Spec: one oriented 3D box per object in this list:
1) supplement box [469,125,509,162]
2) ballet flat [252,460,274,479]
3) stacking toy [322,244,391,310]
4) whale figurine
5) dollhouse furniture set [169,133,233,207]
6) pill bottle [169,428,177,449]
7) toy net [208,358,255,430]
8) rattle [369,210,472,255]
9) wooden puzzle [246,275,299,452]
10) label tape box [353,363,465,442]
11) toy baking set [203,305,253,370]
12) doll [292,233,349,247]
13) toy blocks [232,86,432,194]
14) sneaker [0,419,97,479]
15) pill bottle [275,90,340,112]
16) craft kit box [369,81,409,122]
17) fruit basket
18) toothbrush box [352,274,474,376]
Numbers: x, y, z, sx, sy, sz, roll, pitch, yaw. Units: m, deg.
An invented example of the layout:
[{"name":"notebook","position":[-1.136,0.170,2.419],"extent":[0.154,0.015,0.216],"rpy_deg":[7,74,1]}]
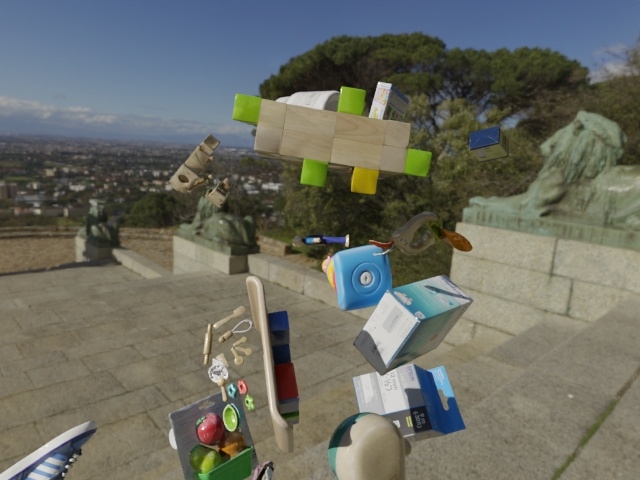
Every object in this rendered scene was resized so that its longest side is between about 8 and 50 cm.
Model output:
[{"name":"supplement box","position":[0.480,-0.272,1.267],"extent":[0.083,0.056,0.083],"rpy_deg":[-7,-25,40]},{"name":"ballet flat","position":[-0.207,0.861,1.546],"extent":[0.077,0.079,0.221],"rpy_deg":[36,23,-8]},{"name":"stacking toy","position":[0.075,0.096,1.365],"extent":[0.166,0.175,0.302],"rpy_deg":[-10,7,-20]},{"name":"whale figurine","position":[0.115,0.523,1.016],"extent":[0.216,0.271,0.141],"rpy_deg":[-30,13,-30]},{"name":"dollhouse furniture set","position":[-0.335,-0.199,1.356],"extent":[0.101,0.161,0.181],"rpy_deg":[-35,23,39]},{"name":"pill bottle","position":[-0.535,0.793,1.833],"extent":[0.086,0.085,0.152],"rpy_deg":[13,7,38]},{"name":"toy net","position":[-0.271,0.423,1.282],"extent":[0.045,0.122,0.232],"rpy_deg":[0,35,-43]},{"name":"rattle","position":[0.241,0.019,1.095],"extent":[0.200,0.130,0.142],"rpy_deg":[-17,61,-28]},{"name":"wooden puzzle","position":[-0.099,0.297,1.059],"extent":[0.081,0.322,0.347],"rpy_deg":[-11,57,-10]},{"name":"label tape box","position":[0.315,0.592,1.621],"extent":[0.348,0.115,0.249],"rpy_deg":[-16,50,7]},{"name":"toy baking set","position":[-0.368,0.394,1.782],"extent":[0.197,0.256,0.030],"rpy_deg":[-4,-24,0]},{"name":"doll","position":[0.000,0.000,1.481],"extent":[0.189,0.046,0.129],"rpy_deg":[0,4,4]},{"name":"toy blocks","position":[0.016,-0.206,0.964],"extent":[0.382,0.190,0.261],"rpy_deg":[8,5,-5]},{"name":"sneaker","position":[-0.829,0.765,1.418],"extent":[0.323,0.236,0.130],"rpy_deg":[-30,-10,-28]},{"name":"pill bottle","position":[-0.035,-0.384,1.353],"extent":[0.229,0.131,0.131],"rpy_deg":[15,17,41]},{"name":"craft kit box","position":[0.233,-0.410,1.594],"extent":[0.061,0.246,0.250],"rpy_deg":[16,10,23]},{"name":"fruit basket","position":[-0.422,0.803,1.772],"extent":[0.166,0.352,0.327],"rpy_deg":[-29,-12,40]},{"name":"toothbrush box","position":[0.267,0.232,1.265],"extent":[0.296,0.216,0.126],"rpy_deg":[-7,43,-46]}]
